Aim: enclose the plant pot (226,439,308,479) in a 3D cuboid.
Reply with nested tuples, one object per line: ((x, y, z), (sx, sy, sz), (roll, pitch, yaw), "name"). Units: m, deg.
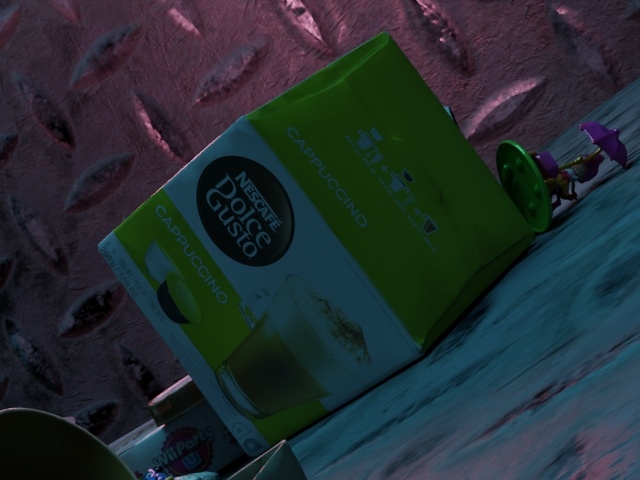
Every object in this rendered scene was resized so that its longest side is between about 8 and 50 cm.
((-0.046, 0.202, 0.817), (0.109, 0.096, 0.109), (-37, 0, 17), "plant pot")

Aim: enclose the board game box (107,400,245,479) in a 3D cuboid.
((-0.204, 0.291, 1.919), (0.224, 0.098, 0.303), (-31, -1, -12), "board game box")

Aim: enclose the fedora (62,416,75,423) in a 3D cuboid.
((-0.406, 0.411, 2.173), (0.244, 0.124, 0.275), (-66, 21, -4), "fedora")

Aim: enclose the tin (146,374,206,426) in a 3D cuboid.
((-0.150, 0.185, 1.793), (0.106, 0.040, 0.189), (-25, 5, 40), "tin")

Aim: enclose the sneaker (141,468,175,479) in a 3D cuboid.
((-0.176, 0.299, 1.523), (0.069, 0.082, 0.209), (-35, 2, -18), "sneaker")

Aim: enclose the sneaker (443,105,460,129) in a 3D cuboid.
((0.107, -0.037, 1.904), (0.236, 0.130, 0.323), (-19, -33, 1), "sneaker")

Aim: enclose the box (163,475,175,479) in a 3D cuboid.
((-0.167, 0.296, 1.220), (0.058, 0.087, 0.232), (-35, 0, 16), "box")

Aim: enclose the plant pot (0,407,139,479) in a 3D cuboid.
((-0.367, 0.376, 1.636), (0.254, 0.237, 0.237), (-54, -4, 16), "plant pot")

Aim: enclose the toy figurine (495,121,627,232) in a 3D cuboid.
((0.331, -0.089, 1.806), (0.159, 0.130, 0.173), (-24, -27, -14), "toy figurine")

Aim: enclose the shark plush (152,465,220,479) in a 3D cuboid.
((-0.176, 0.333, 1.695), (0.067, 0.073, 0.161), (-15, -33, -31), "shark plush")

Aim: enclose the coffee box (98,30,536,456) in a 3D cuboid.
((0.000, 0.000, 1.714), (0.334, 0.338, 0.338), (-36, 1, 41), "coffee box")
